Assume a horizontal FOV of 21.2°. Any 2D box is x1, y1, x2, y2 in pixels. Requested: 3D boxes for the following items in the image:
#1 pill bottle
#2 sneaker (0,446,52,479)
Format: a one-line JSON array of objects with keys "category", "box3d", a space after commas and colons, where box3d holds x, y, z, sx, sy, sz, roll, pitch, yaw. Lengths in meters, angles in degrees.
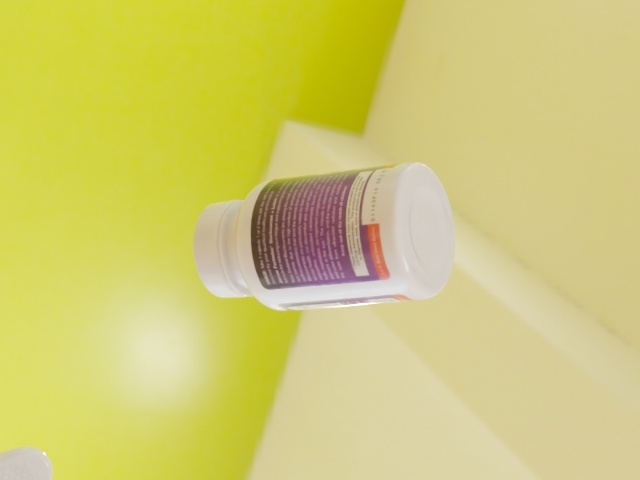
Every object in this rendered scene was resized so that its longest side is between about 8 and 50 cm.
[{"category": "pill bottle", "box3d": [0.000, 0.000, 1.362, 0.193, 0.108, 0.108, -6, -110, 29]}, {"category": "sneaker", "box3d": [-0.419, 0.294, 1.885, 0.295, 0.104, 0.147, -40, -150, 12]}]
